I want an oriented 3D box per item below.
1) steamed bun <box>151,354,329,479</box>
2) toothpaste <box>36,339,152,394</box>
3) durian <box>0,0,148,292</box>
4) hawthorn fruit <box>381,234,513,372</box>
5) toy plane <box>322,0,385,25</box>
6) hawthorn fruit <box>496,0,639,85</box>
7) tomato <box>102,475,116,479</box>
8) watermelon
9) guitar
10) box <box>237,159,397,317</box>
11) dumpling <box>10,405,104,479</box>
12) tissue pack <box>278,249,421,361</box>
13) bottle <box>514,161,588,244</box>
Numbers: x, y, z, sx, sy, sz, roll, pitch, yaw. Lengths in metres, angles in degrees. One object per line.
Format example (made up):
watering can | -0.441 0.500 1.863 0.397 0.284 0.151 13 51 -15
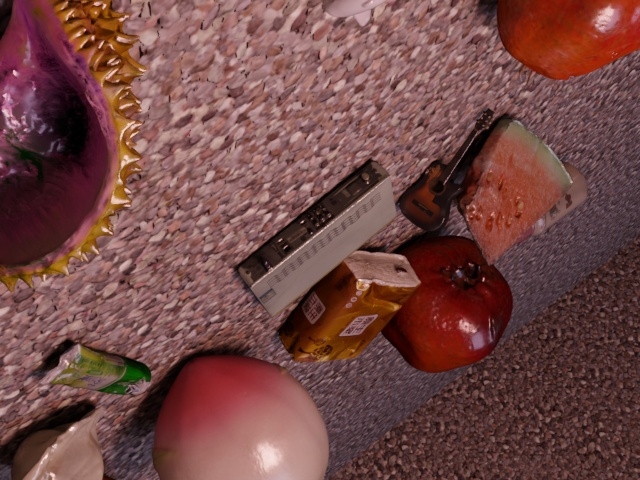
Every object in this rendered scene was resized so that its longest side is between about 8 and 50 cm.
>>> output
steamed bun | -0.147 0.311 1.570 0.309 0.309 0.309 -35 159 -16
toothpaste | -0.299 0.184 1.315 0.078 0.047 0.248 -44 158 3
durian | -0.219 -0.070 0.793 0.260 0.187 0.153 -39 158 33
hawthorn fruit | 0.234 0.137 1.885 0.265 0.265 0.307 -31 160 -26
toy plane | 0.065 -0.292 0.943 0.174 0.080 0.174 -20 139 -19
hawthorn fruit | 0.320 -0.302 1.227 0.211 0.211 0.299 -29 167 -30
tomato | -0.413 0.525 1.615 0.259 0.180 0.260 -30 150 -19
watermelon | 0.311 -0.072 1.679 0.139 0.193 0.257 -21 -149 57
guitar | 0.222 -0.122 1.602 0.233 0.088 0.025 -57 156 13
box | 0.000 0.000 1.475 0.270 0.045 0.211 -39 160 -5
dumpling | -0.369 0.316 1.356 0.215 0.126 0.166 -3 122 -55
tissue pack | 0.052 0.121 1.729 0.183 0.092 0.226 1 138 -46
bottle | 0.471 -0.074 2.082 0.233 0.110 0.110 -34 159 -21
